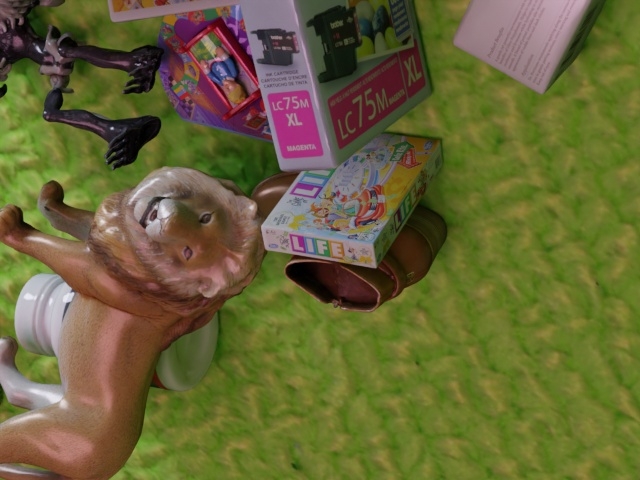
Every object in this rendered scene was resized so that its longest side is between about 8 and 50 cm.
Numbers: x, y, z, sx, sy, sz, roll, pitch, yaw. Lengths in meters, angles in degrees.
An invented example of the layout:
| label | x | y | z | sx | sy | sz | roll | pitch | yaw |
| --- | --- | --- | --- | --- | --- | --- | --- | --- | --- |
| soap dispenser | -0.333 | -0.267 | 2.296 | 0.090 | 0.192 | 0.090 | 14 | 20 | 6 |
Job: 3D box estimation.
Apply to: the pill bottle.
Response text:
| label | x | y | z | sx | sy | sz | roll | pitch | yaw |
| --- | --- | --- | --- | --- | --- | --- | --- | --- | --- |
| pill bottle | -0.201 | 0.083 | 1.677 | 0.180 | 0.108 | 0.108 | 7 | 116 | 25 |

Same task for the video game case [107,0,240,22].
| label | x | y | z | sx | sy | sz | roll | pitch | yaw |
| --- | --- | --- | --- | --- | --- | --- | --- | --- | --- |
| video game case | -0.108 | -0.310 | 1.466 | 0.206 | 0.026 | 0.227 | -4 | 100 | 29 |

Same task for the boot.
| label | x | y | z | sx | sy | sz | roll | pitch | yaw |
| --- | --- | --- | --- | --- | --- | --- | --- | --- | --- |
| boot | 0.000 | 0.000 | 1.505 | 0.197 | 0.152 | 0.073 | 10 | 118 | 23 |

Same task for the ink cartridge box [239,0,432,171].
| label | x | y | z | sx | sy | sz | roll | pitch | yaw |
| --- | --- | --- | --- | --- | --- | --- | --- | --- | --- |
| ink cartridge box | -0.002 | -0.231 | 1.376 | 0.065 | 0.186 | 0.311 | -5 | 110 | 32 |

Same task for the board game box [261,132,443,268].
| label | x | y | z | sx | sy | sz | roll | pitch | yaw |
| --- | --- | --- | --- | --- | --- | --- | --- | --- | --- |
| board game box | 0.029 | -0.039 | 1.470 | 0.103 | 0.154 | 0.026 | 9 | 130 | 24 |

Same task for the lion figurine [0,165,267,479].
| label | x | y | z | sx | sy | sz | roll | pitch | yaw |
| --- | --- | --- | --- | --- | --- | --- | --- | --- | --- |
| lion figurine | -0.197 | 0.096 | 1.559 | 0.240 | 0.142 | 0.392 | 25 | 113 | 16 |

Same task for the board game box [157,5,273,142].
| label | x | y | z | sx | sy | sz | roll | pitch | yaw |
| --- | --- | --- | --- | --- | --- | --- | --- | --- | --- |
| board game box | -0.082 | -0.152 | 1.549 | 0.168 | 0.033 | 0.133 | 15 | 119 | 20 |

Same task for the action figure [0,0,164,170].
| label | x | y | z | sx | sy | sz | roll | pitch | yaw |
| --- | --- | --- | --- | --- | --- | --- | --- | --- | --- |
| action figure | -0.279 | -0.173 | 1.575 | 0.275 | 0.141 | 0.164 | 23 | 106 | 19 |

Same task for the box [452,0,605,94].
| label | x | y | z | sx | sy | sz | roll | pitch | yaw |
| --- | --- | --- | --- | --- | --- | --- | --- | --- | --- |
| box | 0.174 | -0.190 | 1.356 | 0.087 | 0.102 | 0.101 | 30 | 124 | 9 |

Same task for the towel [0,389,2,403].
| label | x | y | z | sx | sy | sz | roll | pitch | yaw |
| --- | --- | --- | --- | --- | --- | --- | --- | --- | --- |
| towel | -0.393 | 0.116 | 1.843 | 0.110 | 0.027 | 0.148 | 15 | 119 | 20 |
